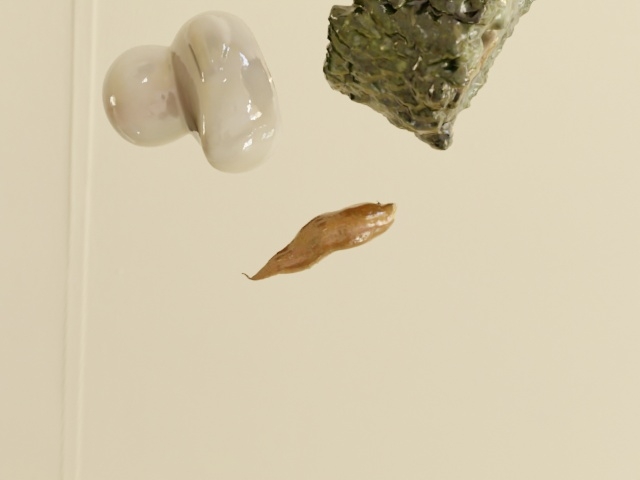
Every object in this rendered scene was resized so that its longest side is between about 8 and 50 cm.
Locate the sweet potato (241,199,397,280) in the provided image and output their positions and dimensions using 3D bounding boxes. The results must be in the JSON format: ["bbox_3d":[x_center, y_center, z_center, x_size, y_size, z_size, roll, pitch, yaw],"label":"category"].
[{"bbox_3d":[0.000,0.000,1.383,0.195,0.056,0.056,-27,-55,-5],"label":"sweet potato"}]

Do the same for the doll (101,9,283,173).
[{"bbox_3d":[-0.167,-0.179,1.539,0.221,0.251,0.221,-17,-43,-16],"label":"doll"}]

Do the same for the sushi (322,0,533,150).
[{"bbox_3d":[0.157,-0.312,1.420,0.178,0.351,0.294,28,-19,9],"label":"sushi"}]
